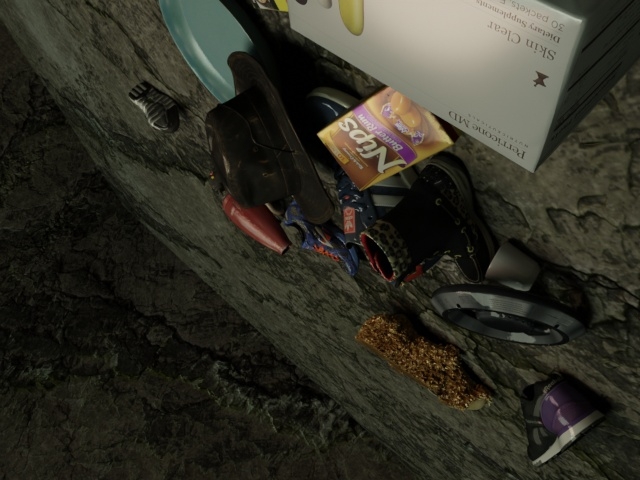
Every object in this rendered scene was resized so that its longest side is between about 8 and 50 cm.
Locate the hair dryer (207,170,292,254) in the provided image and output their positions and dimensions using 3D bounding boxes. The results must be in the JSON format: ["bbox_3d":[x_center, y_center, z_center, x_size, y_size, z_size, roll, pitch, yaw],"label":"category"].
[{"bbox_3d":[-0.138,-0.066,1.490,0.223,0.080,0.294,24,-159,-36],"label":"hair dryer"}]

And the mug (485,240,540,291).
[{"bbox_3d":[0.289,0.040,0.925,0.064,0.078,0.062,30,124,21],"label":"mug"}]

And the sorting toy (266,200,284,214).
[{"bbox_3d":[-0.162,-0.154,1.468,0.208,0.038,0.193,48,-178,-15],"label":"sorting toy"}]

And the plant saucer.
[{"bbox_3d":[-0.174,-0.348,1.147,0.317,0.043,0.318,40,161,17],"label":"plant saucer"}]

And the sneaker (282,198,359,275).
[{"bbox_3d":[0.000,0.000,1.413,0.221,0.087,0.083,46,163,2],"label":"sneaker"}]

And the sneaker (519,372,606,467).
[{"bbox_3d":[0.427,0.326,1.168,0.124,0.107,0.283,54,163,28],"label":"sneaker"}]

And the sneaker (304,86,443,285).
[{"bbox_3d":[0.068,-0.076,1.003,0.350,0.148,0.131,50,162,-10],"label":"sneaker"}]

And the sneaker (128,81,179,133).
[{"bbox_3d":[-0.421,-0.329,1.697,0.229,0.086,0.132,46,170,35],"label":"sneaker"}]

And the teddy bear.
[{"bbox_3d":[0.246,0.278,1.454,0.338,0.113,0.245,33,165,17],"label":"teddy bear"}]

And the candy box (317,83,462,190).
[{"bbox_3d":[0.092,-0.150,0.856,0.109,0.053,0.186,51,142,-12],"label":"candy box"}]

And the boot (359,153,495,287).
[{"bbox_3d":[0.161,0.014,0.932,0.085,0.178,0.236,25,151,49],"label":"boot"}]

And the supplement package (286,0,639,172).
[{"bbox_3d":[0.125,-0.220,0.486,0.261,0.204,0.145,37,160,25],"label":"supplement package"}]

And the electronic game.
[{"bbox_3d":[0.282,0.112,0.956,0.229,0.048,0.229,15,164,4],"label":"electronic game"}]

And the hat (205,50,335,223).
[{"bbox_3d":[-0.116,-0.144,1.074,0.331,0.133,0.331,54,166,19],"label":"hat"}]

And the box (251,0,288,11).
[{"bbox_3d":[-0.017,-0.336,0.794,0.232,0.058,0.087,28,153,44],"label":"box"}]
